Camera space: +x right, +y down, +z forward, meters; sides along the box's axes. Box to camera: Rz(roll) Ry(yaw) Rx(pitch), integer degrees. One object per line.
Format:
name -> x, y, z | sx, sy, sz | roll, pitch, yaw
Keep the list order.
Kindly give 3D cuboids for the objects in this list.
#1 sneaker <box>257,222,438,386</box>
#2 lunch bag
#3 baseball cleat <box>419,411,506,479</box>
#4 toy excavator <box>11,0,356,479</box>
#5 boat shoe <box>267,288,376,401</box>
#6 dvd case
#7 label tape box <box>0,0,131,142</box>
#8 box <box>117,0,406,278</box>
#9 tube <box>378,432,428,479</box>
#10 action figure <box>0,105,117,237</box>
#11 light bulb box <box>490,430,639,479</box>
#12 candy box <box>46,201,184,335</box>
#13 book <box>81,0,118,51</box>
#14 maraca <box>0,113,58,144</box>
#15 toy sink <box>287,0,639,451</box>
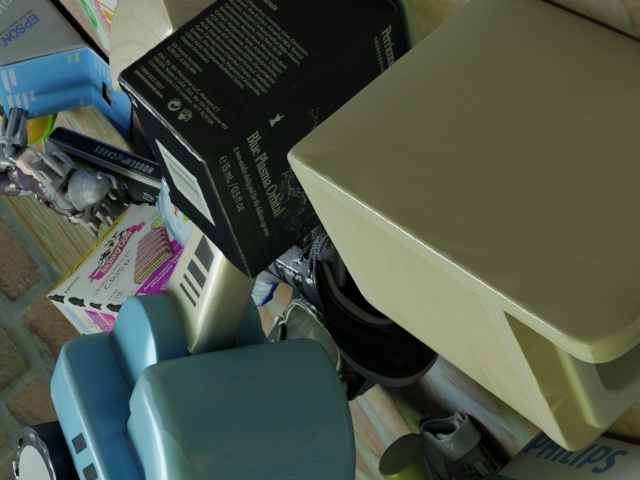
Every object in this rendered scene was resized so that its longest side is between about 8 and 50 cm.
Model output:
sneaker -> 0.000, 0.000, 1.337 | 0.268, 0.101, 0.153 | 43, 163, 11
lunch bag -> -0.089, -0.009, 1.596 | 0.151, 0.096, 0.129 | 58, 168, 6
baseball cleat -> 0.156, 0.233, 1.520 | 0.206, 0.072, 0.109 | 30, 150, 47
toy excavator -> -0.082, 0.082, 1.231 | 0.433, 0.222, 0.445 | 65, 145, 30
boat shoe -> 0.001, 0.117, 1.596 | 0.121, 0.119, 0.335 | 46, 166, 18
dvd case -> -0.201, -0.040, 1.911 | 0.238, 0.029, 0.179 | 22, 153, 36
label tape box -> -0.364, -0.235, 1.854 | 0.334, 0.106, 0.240 | 49, 168, 4
box -> -0.027, -0.084, 1.041 | 0.093, 0.158, 0.156 | 44, 166, 27
tube -> 0.158, 0.308, 1.768 | 0.062, 0.070, 0.240 | -27, 116, 32
action figure -> -0.349, -0.084, 1.883 | 0.285, 0.099, 0.185 | 10, 143, 32
light bulb box -> 0.262, 0.351, 1.158 | 0.361, 0.225, 0.358 | 51, 168, -9
candy box -> -0.180, 0.037, 1.777 | 0.233, 0.159, 0.071 | 3, 138, 54
book -> -0.181, -0.204, 1.512 | 0.144, 0.035, 0.096 | 36, 158, 49
maraca -> -0.384, -0.193, 2.073 | 0.127, 0.099, 0.185 | 48, 141, -1
toy sink -> 0.124, -0.004, 0.788 | 0.234, 0.153, 0.131 | 34, 160, 47
